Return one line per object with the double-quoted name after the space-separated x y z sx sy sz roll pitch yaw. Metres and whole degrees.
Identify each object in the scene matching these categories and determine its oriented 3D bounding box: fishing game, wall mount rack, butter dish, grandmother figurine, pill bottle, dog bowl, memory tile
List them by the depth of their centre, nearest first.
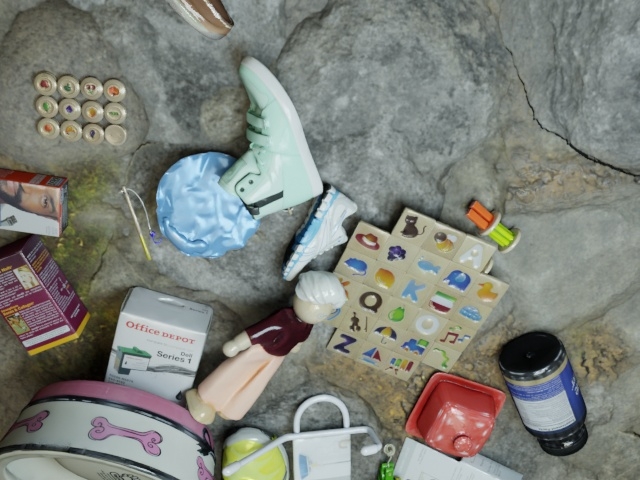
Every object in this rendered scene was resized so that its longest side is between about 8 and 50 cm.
-0.389 -0.212 1.196 0.148 0.012 0.113 5 115 -3 "memory tile"
-0.186 -0.060 1.243 0.264 0.041 0.189 -22 112 -6 "fishing game"
-0.083 0.182 1.291 0.104 0.208 0.342 48 109 15 "grandmother figurine"
-0.374 0.394 1.325 0.408 0.150 0.408 7 142 5 "dog bowl"
0.421 0.290 1.368 0.123 0.123 0.219 -22 113 10 "pill bottle"
0.263 0.354 1.399 0.160 0.118 0.160 19 112 -8 "butter dish"
-0.035 0.484 1.413 0.304 0.130 0.350 -4 104 -11 "wall mount rack"

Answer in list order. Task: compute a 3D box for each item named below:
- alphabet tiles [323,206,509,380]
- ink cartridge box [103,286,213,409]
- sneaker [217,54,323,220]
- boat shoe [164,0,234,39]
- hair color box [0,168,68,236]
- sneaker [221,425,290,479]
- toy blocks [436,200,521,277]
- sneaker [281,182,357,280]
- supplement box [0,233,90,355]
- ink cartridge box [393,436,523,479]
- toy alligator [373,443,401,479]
0.153 0.107 1.310 0.285 0.011 0.342 23 122 -6 "alphabet tiles"
-0.302 0.214 1.347 0.160 0.092 0.219 15 115 -7 "ink cartridge box"
-0.106 -0.151 1.159 0.151 0.094 0.256 -29 116 -11 "sneaker"
-0.212 -0.438 1.036 0.116 0.123 0.324 -30 113 11 "boat shoe"
-0.516 -0.067 1.240 0.167 0.053 0.093 7 114 -5 "hair color box"
-0.138 0.547 1.471 0.145 0.147 0.384 2 113 1 "sneaker"
0.251 -0.016 1.265 0.148 0.054 0.123 36 110 -15 "toy blocks"
0.000 0.000 1.265 0.083 0.071 0.190 25 112 -17 "sneaker"
-0.507 0.095 1.298 0.104 0.081 0.188 -21 113 10 "supplement box"
0.257 0.549 1.524 0.239 0.060 0.275 23 115 17 "ink cartridge box"
0.134 0.487 1.499 0.056 0.051 0.189 -4 105 -12 "toy alligator"
